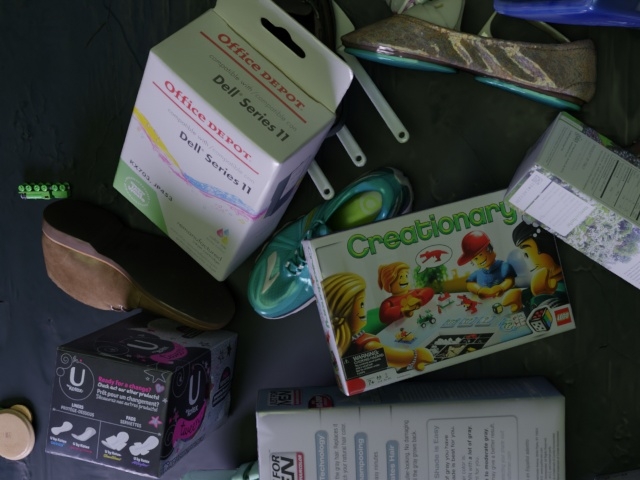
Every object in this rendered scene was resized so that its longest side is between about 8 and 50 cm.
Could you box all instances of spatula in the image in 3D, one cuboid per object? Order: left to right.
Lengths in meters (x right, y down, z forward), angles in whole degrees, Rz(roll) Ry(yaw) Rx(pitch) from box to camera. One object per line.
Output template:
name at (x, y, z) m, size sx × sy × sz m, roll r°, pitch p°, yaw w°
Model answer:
spatula at (0.003, -0.188, 1.284) m, size 0.168 × 0.019 × 0.242 m, roll -36°, pitch 70°, yaw 11°

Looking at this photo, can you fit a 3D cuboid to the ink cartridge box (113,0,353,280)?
ink cartridge box at (-0.118, -0.128, 1.205) m, size 0.207 × 0.119 × 0.353 m, roll 41°, pitch 144°, yaw 7°

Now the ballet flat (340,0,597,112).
ballet flat at (0.186, -0.244, 1.217) m, size 0.316 × 0.107 × 0.106 m, roll 15°, pitch 97°, yaw 2°

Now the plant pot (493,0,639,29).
plant pot at (0.350, -0.340, 1.075) m, size 0.212 × 0.236 × 0.236 m, roll 8°, pitch 101°, yaw -18°

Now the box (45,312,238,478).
box at (-0.225, 0.193, 1.308) m, size 0.163 × 0.247 × 0.142 m, roll 10°, pitch 99°, yaw 13°

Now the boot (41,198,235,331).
boot at (-0.258, 0.058, 1.391) m, size 0.305 × 0.112 × 0.115 m, roll 28°, pitch 125°, yaw 13°

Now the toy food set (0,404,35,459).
toy food set at (-0.470, 0.292, 1.509) m, size 0.082 × 0.020 × 0.083 m, roll -14°, pitch 94°, yaw 17°

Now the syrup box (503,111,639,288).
syrup box at (0.347, -0.037, 1.168) m, size 0.237 × 0.096 × 0.093 m, roll 32°, pitch 149°, yaw 1°

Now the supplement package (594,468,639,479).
supplement package at (0.437, 0.392, 1.144) m, size 0.199 × 0.263 × 0.198 m, roll -15°, pitch 93°, yaw 17°

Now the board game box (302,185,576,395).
board game box at (0.148, 0.054, 1.221) m, size 0.305 × 0.053 × 0.193 m, roll -15°, pitch 94°, yaw -11°

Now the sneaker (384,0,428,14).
sneaker at (0.119, -0.327, 1.251) m, size 0.098 × 0.038 × 0.069 m, roll -40°, pitch 87°, yaw 16°

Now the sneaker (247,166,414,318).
sneaker at (0.000, 0.000, 1.292) m, size 0.275 × 0.110 × 0.107 m, roll -43°, pitch 85°, yaw 17°

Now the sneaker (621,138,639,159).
sneaker at (0.412, -0.112, 1.201) m, size 0.158 × 0.061 × 0.065 m, roll -5°, pitch 69°, yaw 15°

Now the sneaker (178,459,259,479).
sneaker at (-0.072, 0.299, 1.360) m, size 0.256 × 0.094 × 0.151 m, roll 3°, pitch 104°, yaw 5°

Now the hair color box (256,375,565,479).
hair color box at (0.110, 0.279, 1.246) m, size 0.374 × 0.113 × 0.185 m, roll -2°, pitch 97°, yaw -2°

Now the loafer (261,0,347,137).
loafer at (-0.029, -0.263, 1.251) m, size 0.096 × 0.084 × 0.267 m, roll -20°, pitch 78°, yaw 14°

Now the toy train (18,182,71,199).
toy train at (-0.401, -0.071, 1.442) m, size 0.083 × 0.017 × 0.023 m, roll 0°, pitch 108°, yaw 15°
